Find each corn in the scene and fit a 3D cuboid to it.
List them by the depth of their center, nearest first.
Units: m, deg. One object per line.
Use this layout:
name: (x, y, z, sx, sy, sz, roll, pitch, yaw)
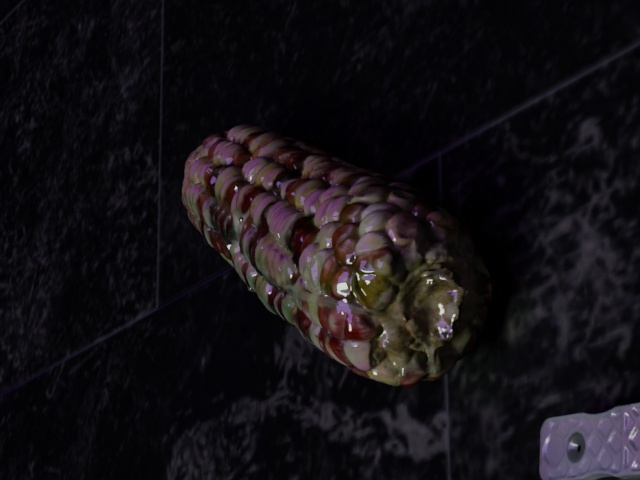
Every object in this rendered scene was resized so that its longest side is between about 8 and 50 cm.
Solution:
corn: (0.000, 0.000, 0.968, 0.280, 0.092, 0.092, 33, 110, 64)

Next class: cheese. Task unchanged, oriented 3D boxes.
cheese: (0.146, 0.075, 0.727, 0.192, 0.037, 0.097, -21, 62, 58)
